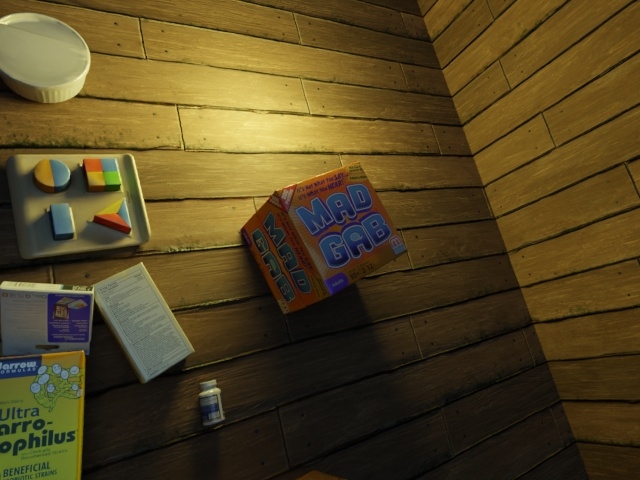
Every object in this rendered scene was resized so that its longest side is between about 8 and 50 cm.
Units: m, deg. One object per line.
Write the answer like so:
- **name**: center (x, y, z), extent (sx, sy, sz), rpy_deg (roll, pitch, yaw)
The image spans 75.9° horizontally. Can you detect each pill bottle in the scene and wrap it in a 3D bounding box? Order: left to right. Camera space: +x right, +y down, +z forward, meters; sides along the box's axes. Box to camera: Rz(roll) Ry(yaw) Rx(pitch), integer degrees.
- **pill bottle**: center (-0.330, 0.486, 1.237), extent (0.067, 0.067, 0.120), rpy_deg (-5, 74, -31)

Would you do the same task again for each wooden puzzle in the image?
- **wooden puzzle**: center (-0.724, -0.125, 1.243), extent (0.348, 0.080, 0.321), rpy_deg (-10, 77, -32)

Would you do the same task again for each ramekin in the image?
- **ramekin**: center (-0.879, -0.562, 1.295), extent (0.273, 0.127, 0.272), rpy_deg (10, 68, -25)

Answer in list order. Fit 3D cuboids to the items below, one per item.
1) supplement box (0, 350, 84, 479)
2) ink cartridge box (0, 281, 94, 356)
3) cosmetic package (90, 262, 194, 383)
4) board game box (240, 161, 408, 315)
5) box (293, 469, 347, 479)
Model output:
- **supplement box**: center (-0.677, 0.459, 0.977), extent (0.194, 0.195, 0.356), rpy_deg (2, 70, -29)
- **ink cartridge box**: center (-0.718, 0.211, 1.085), extent (0.207, 0.045, 0.208), rpy_deg (7, 112, -23)
- **cosmetic package**: center (-0.522, 0.241, 1.197), extent (0.160, 0.113, 0.309), rpy_deg (-29, 87, -34)
- **board game box**: center (0.000, 0.000, 1.435), extent (0.356, 0.356, 0.356), rpy_deg (-25, 85, -33)
- **box**: center (-0.090, 0.818, 1.157), extent (0.346, 0.215, 0.168), rpy_deg (-10, 76, -32)
